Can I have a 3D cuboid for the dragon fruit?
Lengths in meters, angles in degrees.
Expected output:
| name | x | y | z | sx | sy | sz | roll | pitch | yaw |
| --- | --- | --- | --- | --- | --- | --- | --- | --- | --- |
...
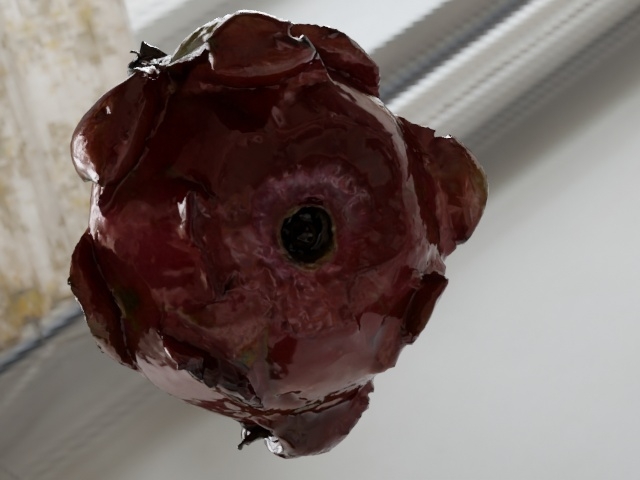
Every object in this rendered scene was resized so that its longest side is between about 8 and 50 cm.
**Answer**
| name | x | y | z | sx | sy | sz | roll | pitch | yaw |
| --- | --- | --- | --- | --- | --- | --- | --- | --- | --- |
| dragon fruit | -0.004 | 0.000 | 0.423 | 0.068 | 0.126 | 0.112 | 0 | -138 | 43 |
